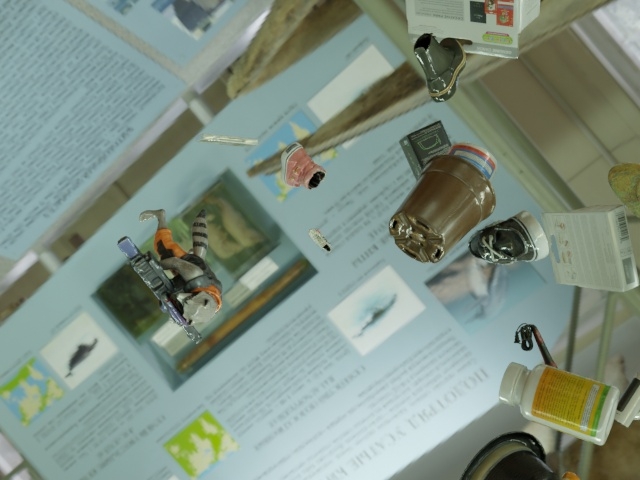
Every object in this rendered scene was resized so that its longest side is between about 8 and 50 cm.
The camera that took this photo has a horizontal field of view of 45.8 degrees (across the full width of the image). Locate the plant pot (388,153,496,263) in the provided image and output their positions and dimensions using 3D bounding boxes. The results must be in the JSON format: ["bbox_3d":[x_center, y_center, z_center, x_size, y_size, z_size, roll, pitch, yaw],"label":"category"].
[{"bbox_3d":[0.226,-0.052,1.471,0.165,0.167,0.167,-47,-176,-30],"label":"plant pot"}]

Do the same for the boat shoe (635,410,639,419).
[{"bbox_3d":[0.904,0.459,2.045,0.184,0.063,0.066,-38,-176,44],"label":"boat shoe"}]

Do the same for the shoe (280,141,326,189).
[{"bbox_3d":[-0.035,-0.132,1.560,0.063,0.081,0.178,-40,167,-11],"label":"shoe"}]

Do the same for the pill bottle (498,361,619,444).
[{"bbox_3d":[0.546,0.365,1.748,0.136,0.246,0.136,-36,134,-49],"label":"pill bottle"}]

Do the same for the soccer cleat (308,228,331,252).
[{"bbox_3d":[0.000,0.000,1.994,0.029,0.083,0.035,-40,-153,9],"label":"soccer cleat"}]

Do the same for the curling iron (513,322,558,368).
[{"bbox_3d":[0.585,0.336,1.951,0.068,0.274,0.035,-35,171,32],"label":"curling iron"}]

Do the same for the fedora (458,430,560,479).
[{"bbox_3d":[0.485,0.650,1.887,0.334,0.334,0.152,-41,-152,-18],"label":"fedora"}]

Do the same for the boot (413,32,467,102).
[{"bbox_3d":[0.250,-0.406,1.604,0.077,0.137,0.198,-14,-138,26],"label":"boot"}]

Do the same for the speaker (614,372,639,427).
[{"bbox_3d":[0.809,0.416,1.967,0.136,0.055,0.055,-57,-179,0],"label":"speaker"}]

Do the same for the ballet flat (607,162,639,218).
[{"bbox_3d":[0.778,-0.057,1.622,0.123,0.348,0.123,-44,171,-8],"label":"ballet flat"}]

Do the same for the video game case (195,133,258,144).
[{"bbox_3d":[-0.247,-0.262,1.983,0.143,0.019,0.157,3,-176,-16],"label":"video game case"}]

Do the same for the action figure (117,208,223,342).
[{"bbox_3d":[-0.313,0.050,1.706,0.179,0.330,0.341,-28,136,0],"label":"action figure"}]

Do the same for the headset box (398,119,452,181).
[{"bbox_3d":[0.399,-0.255,2.648,0.131,0.283,0.246,-25,-177,0],"label":"headset box"}]

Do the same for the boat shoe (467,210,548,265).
[{"bbox_3d":[0.388,0.005,1.614,0.102,0.108,0.301,-25,-176,-5],"label":"boat shoe"}]

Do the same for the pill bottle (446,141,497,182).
[{"bbox_3d":[0.310,-0.107,1.748,0.221,0.124,0.124,-60,-172,-21],"label":"pill bottle"}]

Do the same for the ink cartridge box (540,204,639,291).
[{"bbox_3d":[0.622,0.015,1.760,0.066,0.189,0.232,-16,-173,-15],"label":"ink cartridge box"}]

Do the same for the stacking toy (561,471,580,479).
[{"bbox_3d":[0.656,0.700,1.819,0.166,0.301,0.175,-23,172,-12],"label":"stacking toy"}]

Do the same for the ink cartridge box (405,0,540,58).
[{"bbox_3d":[0.368,-0.609,1.852,0.130,0.309,0.271,-45,141,-38],"label":"ink cartridge box"}]
